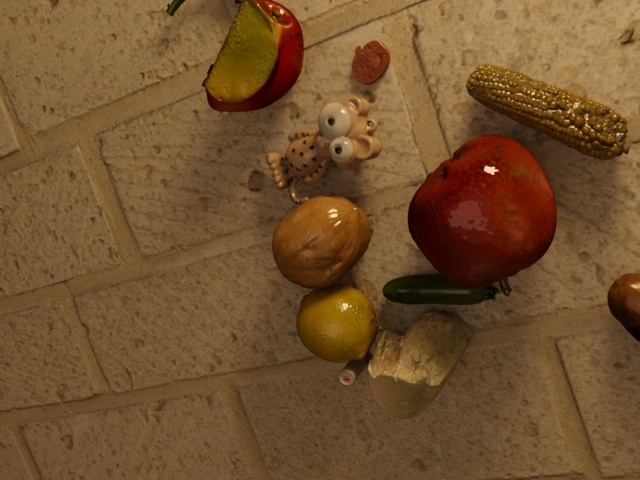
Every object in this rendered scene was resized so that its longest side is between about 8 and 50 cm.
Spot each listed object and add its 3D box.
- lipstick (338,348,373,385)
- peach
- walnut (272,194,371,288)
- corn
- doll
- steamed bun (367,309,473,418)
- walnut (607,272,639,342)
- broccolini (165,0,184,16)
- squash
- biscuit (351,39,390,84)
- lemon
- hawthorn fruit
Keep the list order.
[{"bbox_3d":[0.081,0.284,1.682,0.038,0.130,0.038,8,109,22],"label":"lipstick"},{"bbox_3d":[-0.127,-0.361,1.555,0.154,0.158,0.267,42,117,20],"label":"peach"},{"bbox_3d":[0.000,0.000,1.596,0.193,0.193,0.226,44,121,6],"label":"walnut"},{"bbox_3d":[0.423,-0.241,1.375,0.319,0.097,0.097,28,116,17],"label":"corn"},{"bbox_3d":[0.005,-0.192,1.575,0.278,0.119,0.154,-33,79,32],"label":"doll"},{"bbox_3d":[0.194,0.254,1.565,0.170,0.225,0.200,36,120,11],"label":"steamed bun"},{"bbox_3d":[0.631,0.144,1.397,0.207,0.116,0.116,40,119,1],"label":"walnut"},{"bbox_3d":[-0.213,-0.517,1.603,0.271,0.062,0.123,-13,86,22],"label":"broccolini"},{"bbox_3d":[0.249,0.105,1.582,0.258,0.069,0.069,-3,105,26],"label":"squash"},{"bbox_3d":[0.101,-0.370,1.529,0.078,0.015,0.091,48,119,6],"label":"biscuit"},{"bbox_3d":[0.034,0.181,1.651,0.206,0.173,0.174,25,116,33],"label":"lemon"},{"bbox_3d":[0.306,-0.038,1.400,0.275,0.275,0.300,-22,88,29],"label":"hawthorn fruit"}]
